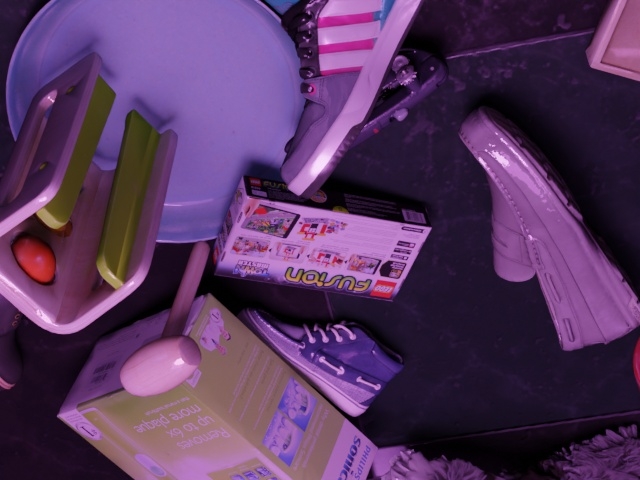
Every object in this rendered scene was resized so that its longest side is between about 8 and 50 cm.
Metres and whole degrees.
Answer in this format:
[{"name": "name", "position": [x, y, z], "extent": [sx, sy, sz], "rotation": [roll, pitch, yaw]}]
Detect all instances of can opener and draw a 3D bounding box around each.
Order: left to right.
[{"name": "can opener", "position": [0.048, -0.126, 1.563], "extent": [0.186, 0.059, 0.073], "rotation": [-36, 146, 3]}]

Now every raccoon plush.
[{"name": "raccoon plush", "position": [0.291, 0.372, 1.872], "extent": [0.446, 0.216, 0.299], "rotation": [15, 134, 11]}]

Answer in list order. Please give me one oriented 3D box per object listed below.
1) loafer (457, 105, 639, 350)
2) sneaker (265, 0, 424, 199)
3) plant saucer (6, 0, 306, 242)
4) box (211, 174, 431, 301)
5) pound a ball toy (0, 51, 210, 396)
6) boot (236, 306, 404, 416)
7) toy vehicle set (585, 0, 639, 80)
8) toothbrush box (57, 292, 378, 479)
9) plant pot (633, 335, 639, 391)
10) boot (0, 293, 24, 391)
[{"name": "loafer", "position": [0.224, -0.002, 1.641], "extent": [0.111, 0.112, 0.319], "rotation": [-32, 118, 12]}, {"name": "sneaker", "position": [-0.014, -0.202, 1.469], "extent": [0.178, 0.124, 0.295], "rotation": [26, 86, -7]}, {"name": "plant saucer", "position": [-0.157, -0.140, 1.606], "extent": [0.318, 0.043, 0.317], "rotation": [1, 125, 2]}, {"name": "box", "position": [0.000, 0.000, 1.663], "extent": [0.207, 0.036, 0.114], "rotation": [10, 130, -20]}, {"name": "pound a ball toy", "position": [-0.210, -0.004, 1.482], "extent": [0.136, 0.319, 0.208], "rotation": [-33, 117, 22]}, {"name": "boot", "position": [0.001, 0.112, 1.763], "extent": [0.190, 0.069, 0.086], "rotation": [37, 104, -23]}, {"name": "toy vehicle set", "position": [0.380, -0.263, 1.504], "extent": [0.166, 0.035, 0.267], "rotation": [15, 123, -8]}, {"name": "toothbrush box", "position": [-0.112, 0.211, 1.755], "extent": [0.206, 0.122, 0.283], "rotation": [-21, 125, 42]}, {"name": "plant pot", "position": [0.447, 0.173, 1.703], "extent": [0.191, 0.191, 0.174], "rotation": [-15, 124, 12]}, {"name": "boot", "position": [-0.325, 0.071, 1.739], "extent": [0.137, 0.077, 0.198], "rotation": [-12, 124, 4]}]
